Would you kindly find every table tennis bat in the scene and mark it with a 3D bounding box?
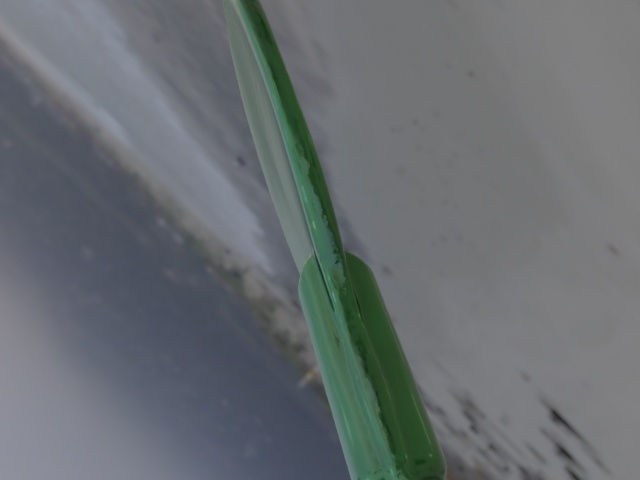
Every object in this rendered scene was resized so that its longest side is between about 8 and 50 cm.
[{"bbox_3d":[0.000,0.000,0.741,0.160,0.039,0.257,80,173,-61],"label":"table tennis bat"}]
